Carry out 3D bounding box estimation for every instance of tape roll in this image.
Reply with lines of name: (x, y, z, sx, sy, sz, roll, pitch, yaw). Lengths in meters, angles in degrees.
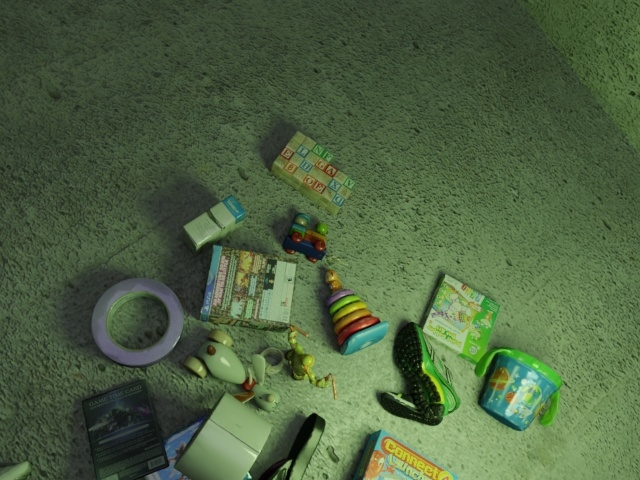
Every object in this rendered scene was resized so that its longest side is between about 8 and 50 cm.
tape roll: (-0.575, 0.261, 1.733, 0.274, 0.090, 0.275, 4, 72, -13)
tape roll: (-0.276, 0.580, 1.553, 0.169, 0.246, 0.246, 35, 67, -1)

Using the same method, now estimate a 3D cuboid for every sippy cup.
sippy cup: (0.681, 0.527, 1.904, 0.305, 0.240, 0.224, 29, 76, 23)

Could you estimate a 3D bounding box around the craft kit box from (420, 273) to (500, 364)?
craft kit box: (0.515, 0.290, 2.022, 0.249, 0.061, 0.247, 29, 70, -3)

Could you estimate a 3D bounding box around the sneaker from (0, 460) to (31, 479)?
sneaker: (-0.955, 0.662, 1.493, 0.296, 0.111, 0.130, -16, 70, -20)

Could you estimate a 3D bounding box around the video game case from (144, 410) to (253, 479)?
video game case: (-0.380, 0.689, 1.653, 0.269, 0.061, 0.244, -28, 81, -21)

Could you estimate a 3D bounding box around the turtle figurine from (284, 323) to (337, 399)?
turtle figurine: (-0.053, 0.403, 1.747, 0.087, 0.217, 0.270, -32, 82, -21)

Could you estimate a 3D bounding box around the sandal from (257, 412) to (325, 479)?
sandal: (-0.129, 0.722, 1.656, 0.107, 0.167, 0.446, 33, 58, -8)

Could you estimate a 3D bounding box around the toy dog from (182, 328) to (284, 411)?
toy dog: (-0.264, 0.407, 1.723, 0.333, 0.161, 0.220, 17, 69, -8)

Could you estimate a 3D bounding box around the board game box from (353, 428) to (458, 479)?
board game box: (0.250, 0.813, 1.719, 0.308, 0.086, 0.302, 32, 53, -2)

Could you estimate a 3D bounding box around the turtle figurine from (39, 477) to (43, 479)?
turtle figurine: (-0.744, 0.807, 1.451, 0.197, 0.275, 0.266, 25, 67, 33)

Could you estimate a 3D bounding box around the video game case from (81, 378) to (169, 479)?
video game case: (-0.581, 0.571, 1.620, 0.195, 0.026, 0.274, -17, 61, -16)

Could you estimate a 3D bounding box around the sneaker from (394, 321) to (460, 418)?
sneaker: (0.366, 0.442, 1.888, 0.146, 0.134, 0.344, 9, 51, -39)

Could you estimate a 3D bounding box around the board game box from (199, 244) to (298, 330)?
board game box: (-0.238, 0.166, 1.822, 0.290, 0.141, 0.232, 11, 69, -10)

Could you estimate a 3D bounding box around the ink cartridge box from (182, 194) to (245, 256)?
ink cartridge box: (-0.364, -0.048, 1.858, 0.203, 0.148, 0.086, -36, 84, -22)

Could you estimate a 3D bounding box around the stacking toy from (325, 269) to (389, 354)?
stacking toy: (0.088, 0.229, 1.894, 0.165, 0.175, 0.302, -18, 66, -22)

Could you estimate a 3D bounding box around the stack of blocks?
stack of blocks: (-0.016, -0.252, 2.049, 0.297, 0.087, 0.171, 34, 67, -1)

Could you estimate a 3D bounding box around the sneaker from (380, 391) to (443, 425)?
sneaker: (0.316, 0.559, 1.880, 0.234, 0.084, 0.097, 24, 43, -6)

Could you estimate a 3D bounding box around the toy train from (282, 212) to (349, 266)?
toy train: (0.000, 0.000, 1.970, 0.247, 0.105, 0.144, 20, 55, -7)
